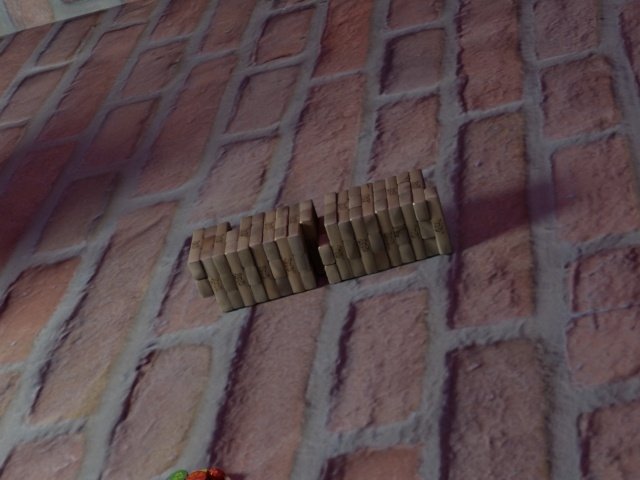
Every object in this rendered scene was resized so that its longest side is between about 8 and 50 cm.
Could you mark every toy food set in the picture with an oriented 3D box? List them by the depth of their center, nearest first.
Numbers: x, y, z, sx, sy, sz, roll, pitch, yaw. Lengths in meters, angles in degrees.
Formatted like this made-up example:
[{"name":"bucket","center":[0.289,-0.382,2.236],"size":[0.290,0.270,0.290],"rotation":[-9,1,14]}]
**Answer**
[{"name":"toy food set","center":[-0.134,0.274,1.337],"size":[0.082,0.020,0.083],"rotation":[-12,30,13]}]

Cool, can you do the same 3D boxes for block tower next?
[{"name":"block tower","center":[0.000,0.000,1.657],"size":[0.335,0.091,0.097],"rotation":[-14,30,8]}]
